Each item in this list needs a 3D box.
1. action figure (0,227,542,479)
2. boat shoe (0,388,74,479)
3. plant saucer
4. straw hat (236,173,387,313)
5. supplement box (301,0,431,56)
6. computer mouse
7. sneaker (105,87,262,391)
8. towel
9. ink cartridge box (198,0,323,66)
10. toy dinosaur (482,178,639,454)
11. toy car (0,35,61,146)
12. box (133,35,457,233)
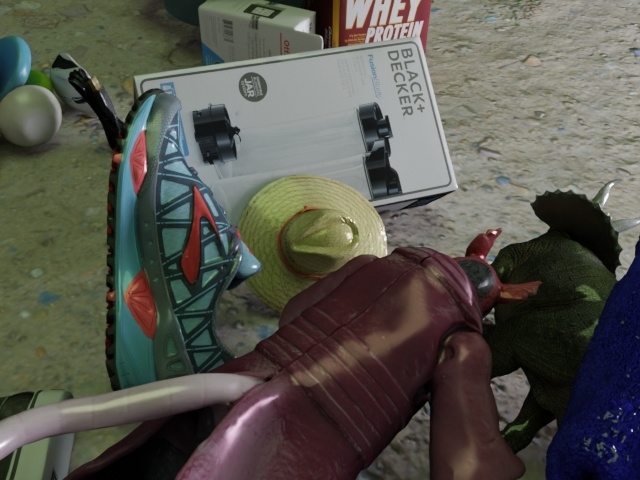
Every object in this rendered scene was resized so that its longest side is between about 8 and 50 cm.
[{"bbox_3d":[-0.010,0.088,0.461,0.370,0.275,0.248,-39,44,-19],"label":"action figure"},{"bbox_3d":[-0.215,0.188,0.477,0.070,0.077,0.219,-1,32,-4],"label":"boat shoe"},{"bbox_3d":[-0.124,-0.348,1.034,0.195,0.195,0.037,-2,84,-4],"label":"plant saucer"},{"bbox_3d":[0.000,0.000,0.652,0.145,0.061,0.144,2,83,-14],"label":"straw hat"},{"bbox_3d":[0.052,-0.339,1.008,0.129,0.191,0.194,-12,42,-15],"label":"supplement box"},{"bbox_3d":[-0.293,-0.177,0.902,0.042,0.106,0.193,-39,39,-11],"label":"computer mouse"},{"bbox_3d":[-0.114,0.005,0.614,0.125,0.104,0.261,1,84,-16],"label":"sneaker"},{"bbox_3d":[0.253,0.108,0.471,0.076,0.227,0.308,-8,29,44],"label":"towel"},{"bbox_3d":[-0.066,-0.253,0.972,0.180,0.104,0.060,19,44,18],"label":"ink cartridge box"},{"bbox_3d":[0.173,0.068,0.553,0.121,0.160,0.313,37,35,-21],"label":"toy dinosaur"},{"bbox_3d":[-0.402,-0.176,0.846,0.182,0.136,0.159,-29,49,-31],"label":"toy car"},{"bbox_3d":[-0.026,-0.096,0.736,0.290,0.087,0.169,-11,85,-15],"label":"box"}]
